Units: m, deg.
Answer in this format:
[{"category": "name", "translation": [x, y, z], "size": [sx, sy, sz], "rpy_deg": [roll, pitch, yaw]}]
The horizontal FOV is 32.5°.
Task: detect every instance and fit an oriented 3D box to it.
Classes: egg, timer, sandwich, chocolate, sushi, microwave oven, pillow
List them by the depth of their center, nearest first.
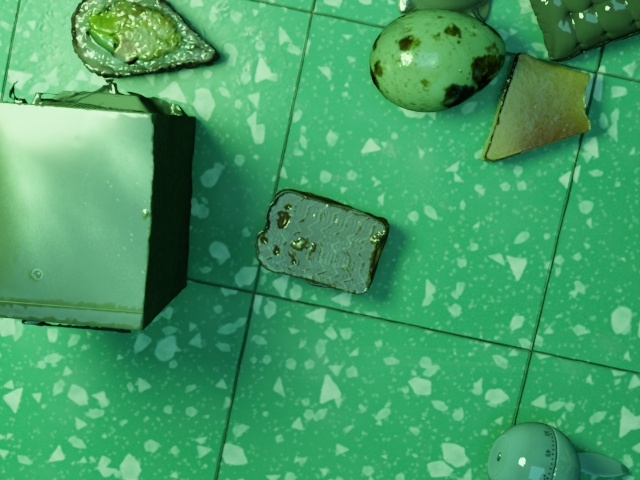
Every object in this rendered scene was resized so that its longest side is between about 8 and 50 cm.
[{"category": "microwave oven", "translation": [-0.344, -0.064, 1.712], "size": [0.236, 0.432, 0.374], "rpy_deg": [4, 97, 0]}, {"category": "pillow", "translation": [0.430, -0.474, 1.783], "size": [0.228, 0.101, 0.326], "rpy_deg": [-17, 102, 26]}, {"category": "egg", "translation": [0.194, -0.299, 1.812], "size": [0.231, 0.169, 0.169], "rpy_deg": [-12, 96, -9]}, {"category": "sushi", "translation": [-0.298, -0.359, 1.845], "size": [0.241, 0.107, 0.161], "rpy_deg": [-9, 96, -6]}, {"category": "sandwich", "translation": [0.377, -0.206, 1.871], "size": [0.162, 0.058, 0.193], "rpy_deg": [18, 94, -1]}, {"category": "chocolate", "translation": [0.000, 0.000, 1.882], "size": [0.214, 0.093, 0.148], "rpy_deg": [18, 95, -2]}, {"category": "timer", "translation": [0.400, 0.414, 1.907], "size": [0.255, 0.175, 0.175], "rpy_deg": [34, 96, -32]}]

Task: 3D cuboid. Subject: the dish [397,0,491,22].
[{"category": "dish", "translation": [0.222, -0.470, 1.833], "size": [0.236, 0.086, 0.227], "rpy_deg": [-17, 95, 3]}]
